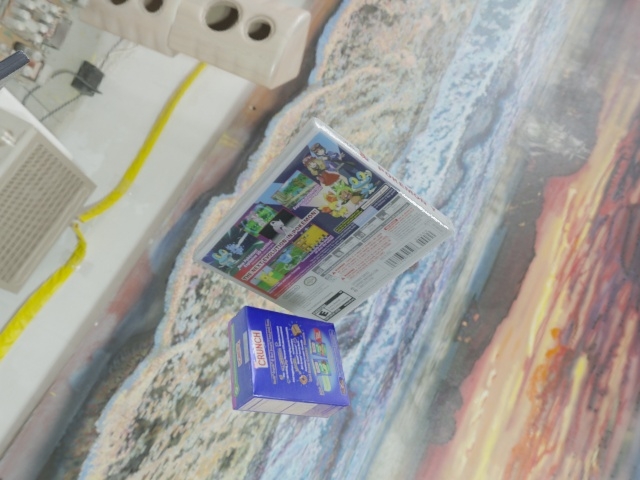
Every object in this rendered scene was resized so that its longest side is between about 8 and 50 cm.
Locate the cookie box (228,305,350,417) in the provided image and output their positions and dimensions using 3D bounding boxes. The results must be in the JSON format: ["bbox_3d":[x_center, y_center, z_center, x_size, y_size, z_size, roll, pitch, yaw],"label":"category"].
[{"bbox_3d":[-0.032,0.118,0.467,0.040,0.107,0.092,-45,-139,35],"label":"cookie box"}]

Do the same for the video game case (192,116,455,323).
[{"bbox_3d":[0.000,0.000,0.493,0.201,0.183,0.023,-42,-150,30],"label":"video game case"}]

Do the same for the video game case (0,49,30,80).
[{"bbox_3d":[-0.610,-0.218,0.805,0.026,0.274,0.196,54,51,-28],"label":"video game case"}]
